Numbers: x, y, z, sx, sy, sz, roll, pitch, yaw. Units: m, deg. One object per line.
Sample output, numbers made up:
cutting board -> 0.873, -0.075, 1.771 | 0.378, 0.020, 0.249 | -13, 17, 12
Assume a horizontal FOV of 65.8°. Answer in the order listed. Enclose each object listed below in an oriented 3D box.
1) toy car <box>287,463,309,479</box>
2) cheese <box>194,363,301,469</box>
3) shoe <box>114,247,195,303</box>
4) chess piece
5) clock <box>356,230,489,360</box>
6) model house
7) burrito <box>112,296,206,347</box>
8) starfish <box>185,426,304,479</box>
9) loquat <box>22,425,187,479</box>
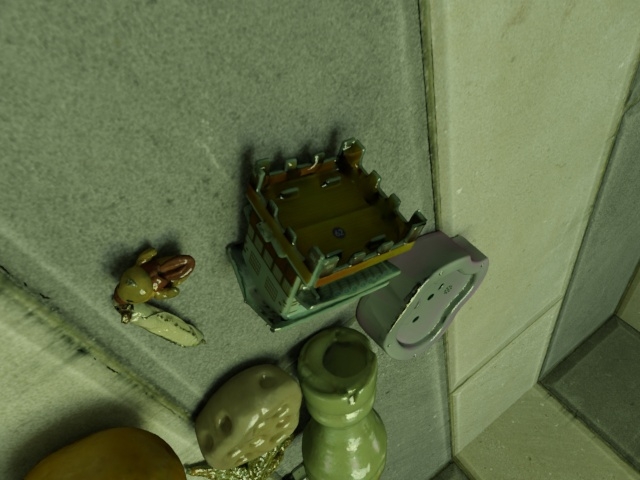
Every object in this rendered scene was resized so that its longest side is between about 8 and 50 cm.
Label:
toy car -> -0.041, 0.734, 1.488 | 0.139, 0.112, 0.112 | -25, 156, -10
cheese -> -0.140, 0.359, 1.013 | 0.235, 0.117, 0.218 | -40, 146, -2
shoe -> -0.224, 0.046, 0.674 | 0.109, 0.072, 0.069 | -4, 166, -36
chess piece -> 0.051, 0.410, 1.165 | 0.234, 0.234, 0.442 | -27, 137, -22
clock -> 0.246, 0.137, 1.179 | 0.339, 0.102, 0.338 | -26, 140, -24
model house -> 0.000, 0.000, 0.734 | 0.224, 0.198, 0.215 | -21, 150, -30
burrito -> -0.242, 0.127, 0.758 | 0.045, 0.041, 0.185 | -28, 146, 6
starfish -> -0.168, 0.578, 1.227 | 0.347, 0.078, 0.357 | -33, 138, -25
loquat -> -0.344, 0.435, 0.779 | 0.275, 0.275, 0.274 | -25, 139, -24
